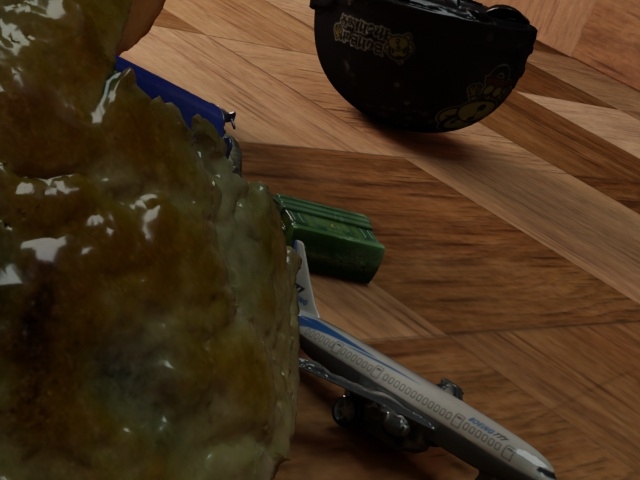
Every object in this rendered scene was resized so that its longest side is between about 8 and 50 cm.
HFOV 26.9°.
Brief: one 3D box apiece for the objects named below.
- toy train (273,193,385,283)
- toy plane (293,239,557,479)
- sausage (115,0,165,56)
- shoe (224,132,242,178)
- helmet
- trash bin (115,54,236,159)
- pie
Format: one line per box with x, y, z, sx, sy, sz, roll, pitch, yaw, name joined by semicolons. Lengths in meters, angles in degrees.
0.000;0.000;0.967;0.093;0.038;0.056;14;26;-27;toy train
0.039;0.082;0.735;0.226;0.058;0.226;41;14;37;toy plane
-0.288;-0.313;1.221;0.287;0.233;0.233;28;18;12;sausage
-0.107;-0.018;0.808;0.112;0.099;0.227;13;14;-5;shoe
0.094;-0.206;1.485;0.279;0.160;0.230;18;15;28;helmet
-0.175;-0.034;0.631;0.235;0.162;0.184;17;-18;-42;trash bin
-0.129;-0.009;0.485;0.338;0.337;0.075;5;-14;-44;pie
